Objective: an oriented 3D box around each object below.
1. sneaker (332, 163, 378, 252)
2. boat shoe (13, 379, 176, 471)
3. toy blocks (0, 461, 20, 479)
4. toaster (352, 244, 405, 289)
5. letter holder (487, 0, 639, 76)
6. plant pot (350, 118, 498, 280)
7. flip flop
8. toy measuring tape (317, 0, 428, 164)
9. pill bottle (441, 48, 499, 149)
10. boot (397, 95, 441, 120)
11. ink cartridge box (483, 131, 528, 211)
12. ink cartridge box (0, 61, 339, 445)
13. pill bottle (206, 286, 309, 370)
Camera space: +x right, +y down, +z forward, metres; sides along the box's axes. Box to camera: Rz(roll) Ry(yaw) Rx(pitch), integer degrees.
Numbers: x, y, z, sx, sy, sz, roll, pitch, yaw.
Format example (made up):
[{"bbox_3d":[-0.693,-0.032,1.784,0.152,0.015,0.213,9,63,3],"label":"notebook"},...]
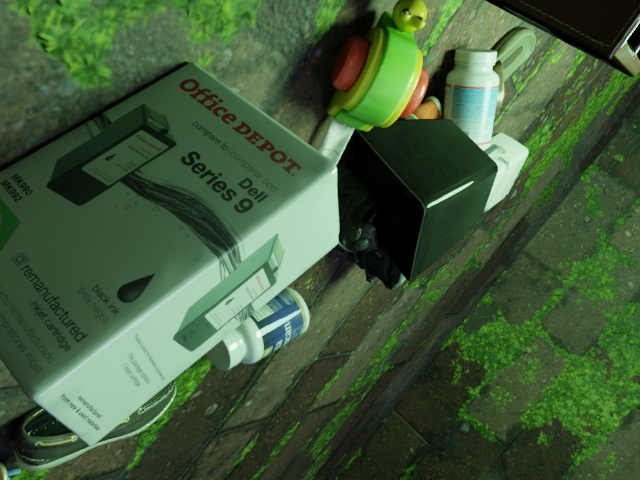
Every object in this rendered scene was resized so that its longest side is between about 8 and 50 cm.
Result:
[{"bbox_3d":[0.000,0.000,0.891,0.227,0.130,0.087,-45,154,-4],"label":"sneaker"},{"bbox_3d":[-0.292,0.229,0.788,0.228,0.081,0.068,-22,148,-42],"label":"boat shoe"},{"bbox_3d":[-0.444,0.317,0.694,0.123,0.054,0.148,-48,156,-4],"label":"toy blocks"},{"bbox_3d":[0.148,-0.007,1.130,0.146,0.129,0.227,-44,154,-18],"label":"toaster"},{"bbox_3d":[0.233,-0.336,0.573,0.152,0.302,0.214,-11,135,-55],"label":"letter holder"},{"bbox_3d":[0.165,-0.083,0.919,0.167,0.187,0.188,-24,146,-18],"label":"plant pot"},{"bbox_3d":[0.315,-0.277,1.072,0.277,0.080,0.112,-45,156,-8],"label":"flip flop"},{"bbox_3d":[0.046,-0.152,0.749,0.121,0.121,0.330,-11,136,-54],"label":"toy measuring tape"},{"bbox_3d":[0.251,-0.236,0.975,0.087,0.087,0.160,-24,124,-44],"label":"pill bottle"},{"bbox_3d":[0.178,-0.179,1.016,0.084,0.059,0.157,-46,155,-19],"label":"boot"},{"bbox_3d":[0.371,-0.137,1.360,0.218,0.092,0.158,-30,150,-32],"label":"ink cartridge box"},{"bbox_3d":[-0.154,-0.007,0.518,0.289,0.211,0.121,-40,153,-23],"label":"ink cartridge box"},{"bbox_3d":[-0.107,0.148,0.965,0.169,0.094,0.094,-25,146,-42],"label":"pill bottle"}]
